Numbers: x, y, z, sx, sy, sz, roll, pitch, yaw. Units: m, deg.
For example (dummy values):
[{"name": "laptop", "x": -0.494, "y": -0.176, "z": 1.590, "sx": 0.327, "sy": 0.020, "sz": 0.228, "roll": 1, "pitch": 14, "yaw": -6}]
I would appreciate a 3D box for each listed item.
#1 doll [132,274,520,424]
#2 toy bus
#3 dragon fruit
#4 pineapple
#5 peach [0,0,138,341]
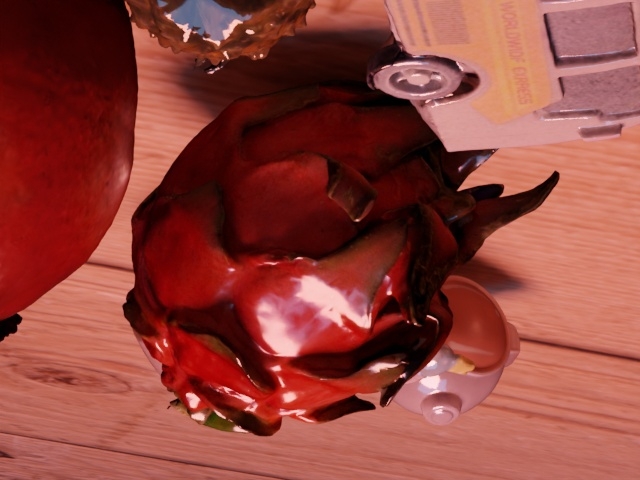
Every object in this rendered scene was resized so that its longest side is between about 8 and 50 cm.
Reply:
[{"name": "doll", "x": 0.012, "y": 0.061, "z": 1.338, "sx": 0.287, "sy": 0.151, "sz": 0.151, "roll": 13, "pitch": 161, "yaw": -25}, {"name": "toy bus", "x": 0.071, "y": -0.145, "z": 0.772, "sx": 0.138, "sy": 0.097, "sz": 0.342, "roll": -4, "pitch": 158, "yaw": 13}, {"name": "dragon fruit", "x": 0.000, "y": 0.000, "z": 1.076, "sx": 0.193, "sy": 0.274, "sz": 0.192, "roll": 47, "pitch": -168, "yaw": 7}, {"name": "pineapple", "x": -0.045, "y": -0.127, "z": 0.883, "sx": 0.108, "sy": 0.108, "sz": 0.198, "roll": 8, "pitch": 175, "yaw": 1}, {"name": "peach", "x": -0.241, "y": -0.098, "z": 0.848, "sx": 0.361, "sy": 0.201, "sz": 0.258, "roll": 16, "pitch": -158, "yaw": -29}]
